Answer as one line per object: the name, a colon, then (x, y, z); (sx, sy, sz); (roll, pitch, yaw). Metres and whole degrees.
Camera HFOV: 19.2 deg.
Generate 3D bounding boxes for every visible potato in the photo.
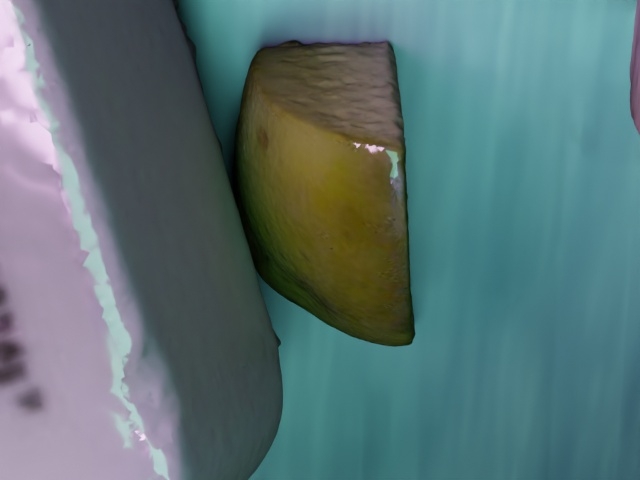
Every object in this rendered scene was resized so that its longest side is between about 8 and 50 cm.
potato: (0.000, 0.000, 0.818); (0.081, 0.120, 0.149); (-3, 114, 4)

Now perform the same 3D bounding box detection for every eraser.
eraser: (-0.150, 0.006, 0.780); (0.331, 0.150, 0.331); (4, 105, 14)

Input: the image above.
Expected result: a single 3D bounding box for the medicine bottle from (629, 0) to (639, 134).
medicine bottle: (0.242, -0.218, 0.641); (0.236, 0.236, 0.406); (4, 115, 1)
